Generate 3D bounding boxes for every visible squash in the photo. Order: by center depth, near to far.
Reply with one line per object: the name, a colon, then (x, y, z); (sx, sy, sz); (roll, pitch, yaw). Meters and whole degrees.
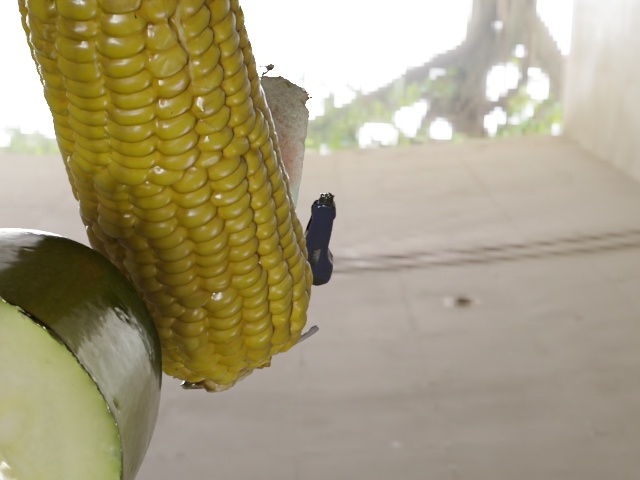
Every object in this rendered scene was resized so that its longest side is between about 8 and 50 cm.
squash: (-0.115, 0.055, 0.549); (0.123, 0.123, 0.187); (3, -171, 3)

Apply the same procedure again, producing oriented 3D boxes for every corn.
corn: (-0.067, -0.039, 0.664); (0.106, 0.305, 0.106); (-4, -129, 5)

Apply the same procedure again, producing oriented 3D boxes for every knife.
knife: (0.000, 0.000, 1.222); (0.031, 0.018, 0.121); (5, 146, -5)

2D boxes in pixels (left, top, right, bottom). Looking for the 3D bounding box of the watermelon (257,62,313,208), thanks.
watermelon: (-0.158, -0.128, 1.367); (0.305, 0.180, 0.224); (25, -165, -41)
